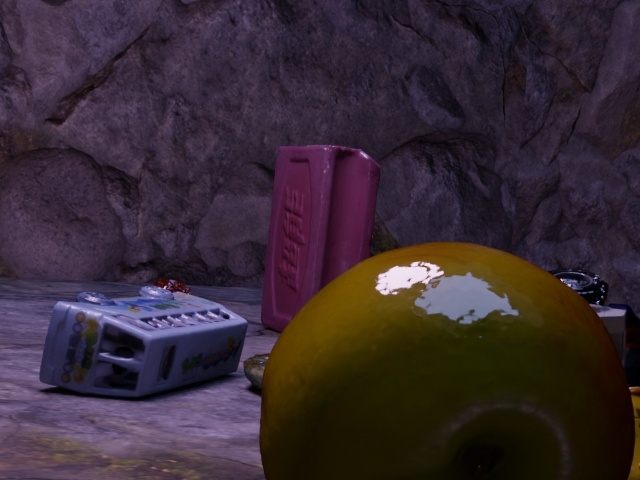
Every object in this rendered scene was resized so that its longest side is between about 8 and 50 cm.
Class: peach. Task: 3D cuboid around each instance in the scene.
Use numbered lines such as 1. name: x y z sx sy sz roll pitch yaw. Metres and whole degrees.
1. peach: 0.073 0.107 0.720 0.230 0.231 0.231 5 1 0

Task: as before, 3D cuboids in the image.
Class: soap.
1. soap: 0.000 0.000 2.240 0.128 0.360 0.233 5 1 -27

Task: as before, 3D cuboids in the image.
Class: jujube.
1. jujube: -0.249 0.115 1.968 0.104 0.104 0.166 5 3 -13

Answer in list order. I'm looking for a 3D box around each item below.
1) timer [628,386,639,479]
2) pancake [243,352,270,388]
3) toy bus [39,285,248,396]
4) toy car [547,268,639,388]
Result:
1. timer: 0.258 0.184 1.052 0.107 0.109 0.107 0 -29 0
2. pancake: 0.027 0.175 1.492 0.253 0.037 0.253 6 1 0
3. toy bus: -0.208 0.126 1.455 0.136 0.109 0.329 16 5 17
4. toy car: 0.179 0.117 1.181 0.301 0.193 0.118 8 22 22
